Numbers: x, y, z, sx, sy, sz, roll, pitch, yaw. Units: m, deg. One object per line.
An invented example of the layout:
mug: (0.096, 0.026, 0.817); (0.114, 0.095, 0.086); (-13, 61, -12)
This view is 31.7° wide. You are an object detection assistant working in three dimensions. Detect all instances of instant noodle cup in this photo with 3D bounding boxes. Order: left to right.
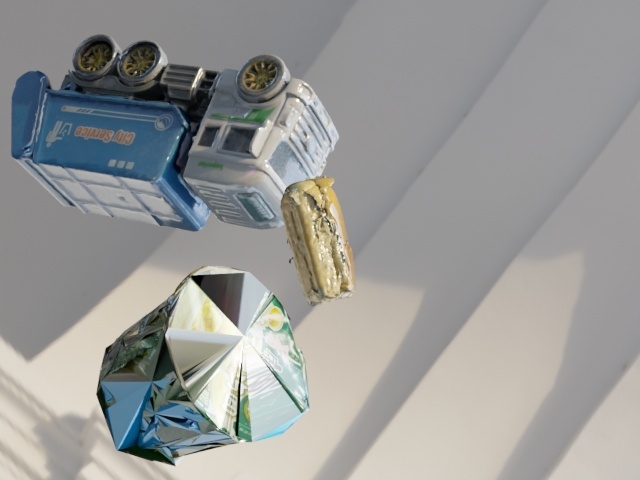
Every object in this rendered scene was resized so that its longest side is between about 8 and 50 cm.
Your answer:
instant noodle cup: (-0.158, 0.169, 1.442); (0.178, 0.240, 0.240); (-29, -86, 38)

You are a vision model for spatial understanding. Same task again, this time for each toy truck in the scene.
toy truck: (-0.173, -0.116, 1.258); (0.367, 0.175, 0.146); (9, -22, 26)

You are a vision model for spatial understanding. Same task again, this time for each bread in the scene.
bread: (0.000, 0.000, 0.944); (0.072, 0.053, 0.106); (149, -71, -74)
